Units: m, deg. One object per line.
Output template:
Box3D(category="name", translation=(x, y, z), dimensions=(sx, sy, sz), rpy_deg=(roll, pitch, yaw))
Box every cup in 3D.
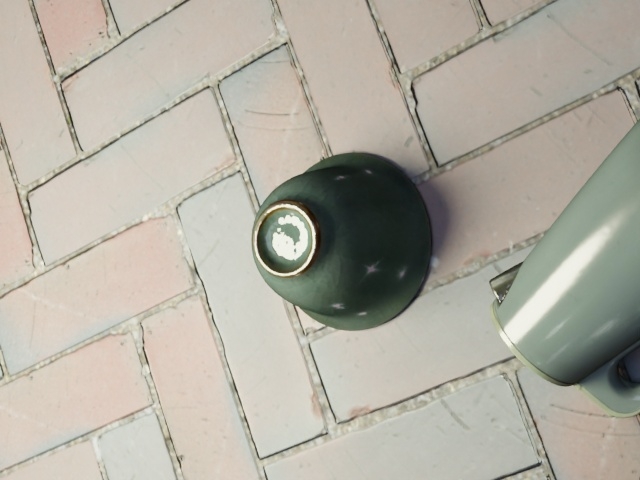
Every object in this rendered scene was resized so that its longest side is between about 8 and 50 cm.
Box3D(category="cup", translation=(0.000, 0.000, 1.296), dimensions=(0.199, 0.150, 0.199), rpy_deg=(-1, 88, 29))

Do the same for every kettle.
Box3D(category="kettle", translation=(0.301, 0.039, 1.148), dimensions=(0.210, 0.160, 0.243), rpy_deg=(38, 116, -5))
